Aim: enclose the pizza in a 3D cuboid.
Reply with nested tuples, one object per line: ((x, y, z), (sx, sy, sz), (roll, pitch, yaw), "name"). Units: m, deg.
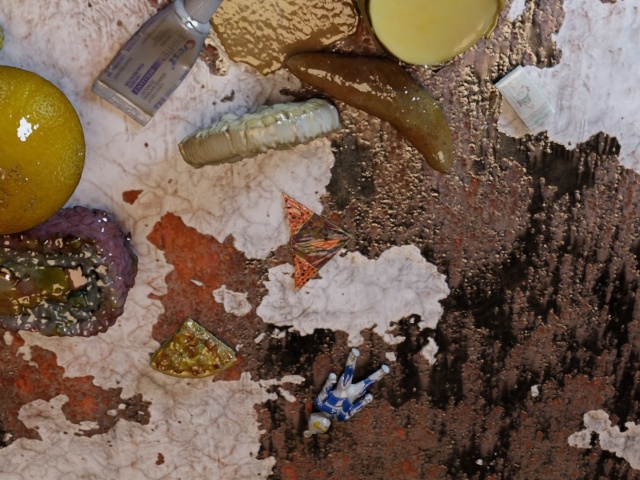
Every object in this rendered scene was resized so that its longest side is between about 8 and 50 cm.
((-0.259, 0.221, 1.639), (0.175, 0.046, 0.134), (-12, 119, 3), "pizza")

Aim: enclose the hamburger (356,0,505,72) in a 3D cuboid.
((0.159, -0.395, 1.276), (0.237, 0.149, 0.237), (-5, 127, -7), "hamburger")

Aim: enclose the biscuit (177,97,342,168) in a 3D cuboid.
((-0.096, -0.181, 1.371), (0.281, 0.179, 0.084), (-14, 98, -4), "biscuit")

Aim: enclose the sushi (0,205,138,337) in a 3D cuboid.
((-0.466, 0.057, 1.467), (0.270, 0.171, 0.237), (0, 119, -2), "sushi")

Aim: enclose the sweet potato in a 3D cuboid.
((0.106, -0.242, 1.386), (0.341, 0.092, 0.114), (30, 104, -19), "sweet potato")

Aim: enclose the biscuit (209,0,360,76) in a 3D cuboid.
((-0.076, -0.395, 1.334), (0.232, 0.013, 0.237), (-24, 117, 9), "biscuit")

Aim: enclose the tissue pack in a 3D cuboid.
((0.355, -0.246, 1.440), (0.056, 0.023, 0.108), (-39, 114, 16), "tissue pack")

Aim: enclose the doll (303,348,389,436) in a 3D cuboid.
((0.043, 0.331, 1.717), (0.114, 0.057, 0.227), (29, 111, -23), "doll")

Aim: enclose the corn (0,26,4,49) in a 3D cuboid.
((-0.643, -0.272, 1.314), (0.305, 0.106, 0.106), (-22, 118, 5), "corn")

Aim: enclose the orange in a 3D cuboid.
((-0.502, -0.139, 1.297), (0.274, 0.274, 0.274), (-2, 119, -3), "orange")

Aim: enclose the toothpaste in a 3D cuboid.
((-0.253, -0.309, 1.344), (0.282, 0.068, 0.099), (-43, 86, 26), "toothpaste")

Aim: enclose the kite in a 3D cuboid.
((0.000, 0.001, 1.561), (0.125, 0.008, 0.222), (-8, 119, -2), "kite")
